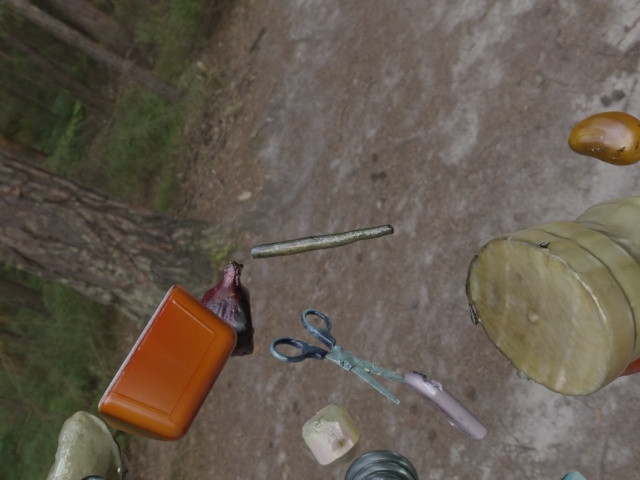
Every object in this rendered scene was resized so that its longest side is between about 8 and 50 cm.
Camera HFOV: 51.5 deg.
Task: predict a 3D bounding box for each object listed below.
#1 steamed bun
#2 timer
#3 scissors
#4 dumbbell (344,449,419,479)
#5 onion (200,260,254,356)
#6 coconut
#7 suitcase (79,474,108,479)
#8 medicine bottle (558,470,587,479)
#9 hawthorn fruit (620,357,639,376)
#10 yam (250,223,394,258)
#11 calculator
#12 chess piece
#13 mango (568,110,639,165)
[{"bbox_3d":[-0.352,0.412,1.066,0.110,0.212,0.231,-3,56,11],"label":"steamed bun"},{"bbox_3d":[-0.298,0.244,1.259,0.258,0.161,0.250,-62,15,-24],"label":"timer"},{"bbox_3d":[0.065,0.332,1.843,0.256,0.383,0.029,-36,-31,-53],"label":"scissors"},{"bbox_3d":[0.142,0.607,1.407,0.179,0.179,0.406,-55,11,14],"label":"dumbbell"},{"bbox_3d":[-0.216,0.154,1.512,0.195,0.139,0.218,-89,-2,-78],"label":"onion"},{"bbox_3d":[0.037,0.542,1.823,0.147,0.153,0.147,-34,-5,-3],"label":"coconut"},{"bbox_3d":[-0.203,0.431,0.781,0.202,0.312,0.128,-59,-17,-29],"label":"suitcase"},{"bbox_3d":[0.647,0.742,1.826,0.083,0.228,0.121,43,142,25],"label":"medicine bottle"},{"bbox_3d":[0.631,0.150,1.434,0.311,0.295,0.295,-19,47,25],"label":"hawthorn fruit"},{"bbox_3d":[0.000,0.001,1.050,0.234,0.029,0.027,-10,19,12],"label":"yam"},{"bbox_3d":[0.216,0.283,1.137,0.032,0.175,0.100,-50,18,-11],"label":"calculator"},{"bbox_3d":[0.275,0.009,0.547,0.137,0.300,0.137,42,143,42],"label":"chess piece"},{"bbox_3d":[0.576,-0.208,1.331,0.159,0.084,0.105,19,103,34],"label":"mango"}]
